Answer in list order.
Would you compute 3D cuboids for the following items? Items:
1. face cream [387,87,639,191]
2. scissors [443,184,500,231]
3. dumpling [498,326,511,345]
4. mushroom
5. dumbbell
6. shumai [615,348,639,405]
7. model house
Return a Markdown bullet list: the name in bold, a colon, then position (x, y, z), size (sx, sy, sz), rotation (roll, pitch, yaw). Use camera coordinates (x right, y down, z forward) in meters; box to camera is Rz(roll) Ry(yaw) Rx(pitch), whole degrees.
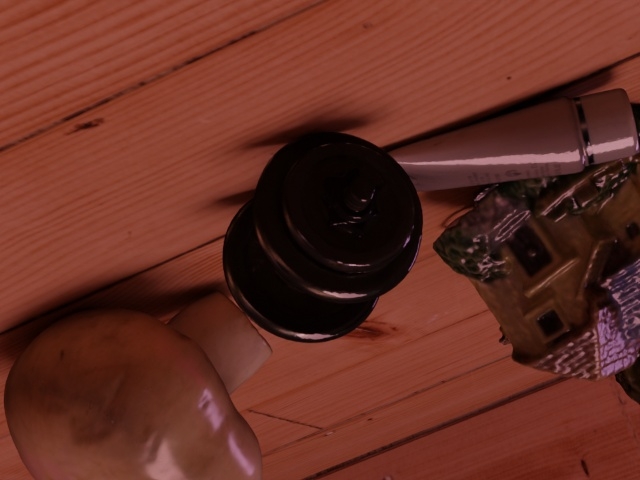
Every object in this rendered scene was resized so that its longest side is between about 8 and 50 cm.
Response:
- **face cream**: position (0.208, -0.102, 1.852), size (0.314, 0.089, 0.143), rotation (-14, 166, 8)
- **scissors**: position (0.227, -0.051, 2.120), size (0.118, 0.031, 0.242), rotation (-19, 164, -6)
- **dumpling**: position (0.356, 0.057, 2.457), size (0.247, 0.142, 0.172), rotation (-49, 172, -29)
- **mushroom**: position (-0.211, 0.226, 2.015), size (0.353, 0.353, 0.325), rotation (-20, 179, 0)
- **dumbbell**: position (0.000, 0.000, 1.729), size (0.192, 0.192, 0.290), rotation (-13, 163, -23)
- **shumai**: position (0.519, 0.045, 2.310), size (0.395, 0.395, 0.348), rotation (-27, 140, 22)
- **model house**: position (0.342, 0.025, 2.017), size (0.321, 0.266, 0.261), rotation (-39, 165, 30)
